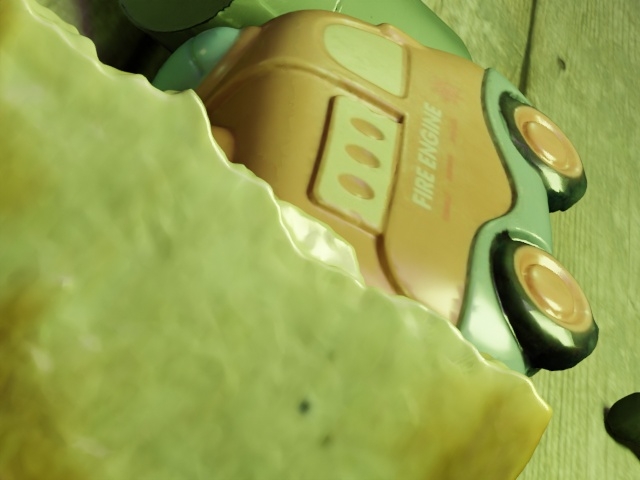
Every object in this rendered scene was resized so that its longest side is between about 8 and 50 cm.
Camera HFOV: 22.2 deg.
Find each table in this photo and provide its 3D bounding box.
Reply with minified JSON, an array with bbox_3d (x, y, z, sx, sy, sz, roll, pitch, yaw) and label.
[{"bbox_3d":[-0.010,-0.131,1.007,0.220,0.126,0.126,33,34,-48],"label":"table"}]

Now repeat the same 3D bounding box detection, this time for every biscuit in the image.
[{"bbox_3d":[-0.068,0.055,0.688,0.309,0.204,0.040,38,-10,-11],"label":"biscuit"}]

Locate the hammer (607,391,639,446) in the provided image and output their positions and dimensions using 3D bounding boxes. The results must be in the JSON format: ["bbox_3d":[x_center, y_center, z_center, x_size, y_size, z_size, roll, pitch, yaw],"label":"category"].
[{"bbox_3d":[0.266,0.296,1.116,0.168,0.044,0.440,43,30,-22],"label":"hammer"}]

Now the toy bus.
[{"bbox_3d":[0.000,0.000,0.863,0.232,0.194,0.287,32,35,-18],"label":"toy bus"}]
